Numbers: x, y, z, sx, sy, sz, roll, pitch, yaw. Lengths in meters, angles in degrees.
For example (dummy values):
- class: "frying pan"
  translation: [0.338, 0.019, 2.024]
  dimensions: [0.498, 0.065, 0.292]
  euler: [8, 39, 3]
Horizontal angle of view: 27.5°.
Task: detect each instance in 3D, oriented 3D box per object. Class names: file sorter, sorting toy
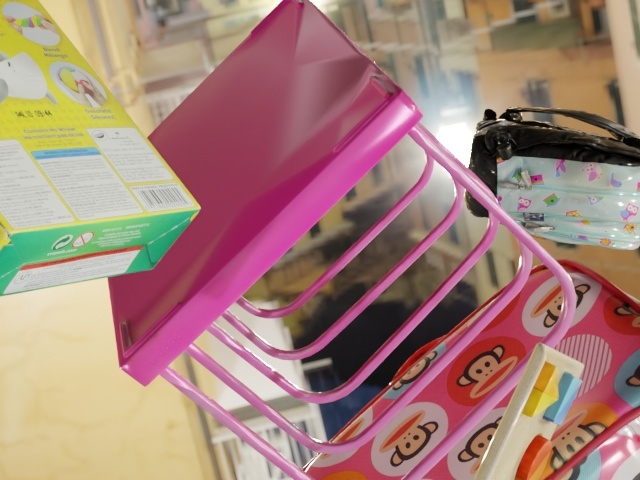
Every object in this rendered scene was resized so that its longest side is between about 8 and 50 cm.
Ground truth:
- class: "file sorter"
  translation: [0.000, 0.000, 0.821]
  dimensions: [0.202, 0.182, 0.291]
  euler: [-45, -157, 7]
- class: "sorting toy"
  translation: [0.072, 0.079, 0.471]
  dimensions: [0.012, 0.083, 0.062]
  euler: [24, 179, 26]

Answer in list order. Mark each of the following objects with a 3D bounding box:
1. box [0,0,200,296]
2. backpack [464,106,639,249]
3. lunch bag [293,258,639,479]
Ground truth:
- class: "box"
  translation: [-0.138, -0.060, 0.505]
  dimensions: [0.043, 0.179, 0.105]
  euler: [-47, 159, 29]
- class: "backpack"
  translation: [0.231, -0.057, 1.244]
  dimensions: [0.182, 0.115, 0.152]
  euler: [9, -158, 7]
- class: "lunch bag"
  translation: [0.115, 0.148, 0.899]
  dimensions: [0.293, 0.120, 0.258]
  euler: [-40, -152, -2]
